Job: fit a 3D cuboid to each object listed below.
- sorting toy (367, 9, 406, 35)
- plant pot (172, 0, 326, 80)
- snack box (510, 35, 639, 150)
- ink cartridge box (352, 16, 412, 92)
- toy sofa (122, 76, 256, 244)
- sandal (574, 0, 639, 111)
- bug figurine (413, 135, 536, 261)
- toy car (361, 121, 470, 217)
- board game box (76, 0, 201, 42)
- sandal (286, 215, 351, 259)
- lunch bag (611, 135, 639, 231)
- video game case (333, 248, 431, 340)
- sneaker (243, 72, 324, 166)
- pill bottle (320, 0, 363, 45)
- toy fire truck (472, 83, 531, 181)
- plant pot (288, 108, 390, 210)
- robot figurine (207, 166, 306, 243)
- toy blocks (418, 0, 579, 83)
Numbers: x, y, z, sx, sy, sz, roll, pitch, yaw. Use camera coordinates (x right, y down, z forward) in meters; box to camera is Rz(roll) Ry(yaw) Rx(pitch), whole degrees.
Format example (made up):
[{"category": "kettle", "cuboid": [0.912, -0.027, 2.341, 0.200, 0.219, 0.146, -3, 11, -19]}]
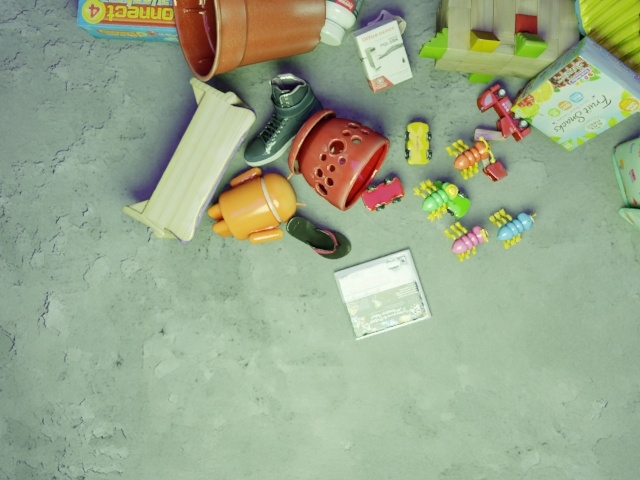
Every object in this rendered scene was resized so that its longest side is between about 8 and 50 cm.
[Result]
[{"category": "sorting toy", "cuboid": [0.150, -0.502, 1.262, 0.083, 0.045, 0.075, -38, 75, 14]}, {"category": "plant pot", "cuboid": [-0.148, -0.498, 1.154, 0.265, 0.272, 0.272, -16, 89, -27]}, {"category": "snack box", "cuboid": [0.543, -0.301, 1.129, 0.175, 0.207, 0.070, 33, 67, -8]}, {"category": "ink cartridge box", "cuboid": [0.142, -0.425, 1.225, 0.099, 0.056, 0.135, -21, 119, 6]}, {"category": "toy sofa", "cuboid": [-0.280, -0.172, 1.248, 0.177, 0.150, 0.362, 28, 93, 7]}, {"category": "sandal", "cuboid": [0.623, -0.423, 1.147, 0.126, 0.138, 0.317, -25, 103, 9]}, {"category": "bug figurine", "cuboid": [0.345, -0.080, 1.188, 0.216, 0.072, 0.279, -35, 98, -4]}, {"category": "toy car", "cuboid": [0.242, -0.126, 1.249, 0.225, 0.053, 0.239, 33, 90, 1]}, {"category": "board game box", "cuboid": [-0.409, -0.642, 1.285, 0.309, 0.086, 0.301, 5, 91, 5]}, {"category": "sandal", "cuboid": [0.000, 0.000, 1.242, 0.179, 0.040, 0.067, 26, 94, -30]}, {"category": "lunch bag", "cuboid": [0.736, -0.099, 1.122, 0.160, 0.223, 0.262, -11, 92, 11]}, {"category": "video game case", "cuboid": [0.147, 0.130, 1.280, 0.191, 0.022, 0.173, -18, 89, 4]}, {"category": "sneaker", "cuboid": [-0.106, -0.279, 1.219, 0.226, 0.163, 0.086, -36, 60, 1]}, {"category": "pill bottle", "cuboid": [0.043, -0.553, 1.236, 0.108, 0.108, 0.180, 21, 93, 4]}, {"category": "toy fire truck", "cuboid": [0.404, -0.248, 1.237, 0.135, 0.047, 0.192, -34, 88, 4]}, {"category": "plant pot", "cuboid": [0.037, -0.188, 1.207, 0.174, 0.191, 0.191, 35, 94, 13]}, {"category": "robot figurine", "cuboid": [-0.149, -0.078, 1.251, 0.220, 0.158, 0.128, -23, 126, 5]}, {"category": "toy blocks", "cuboid": [0.410, -0.507, 1.182, 0.382, 0.191, 0.260, 5, 82, -5]}]
